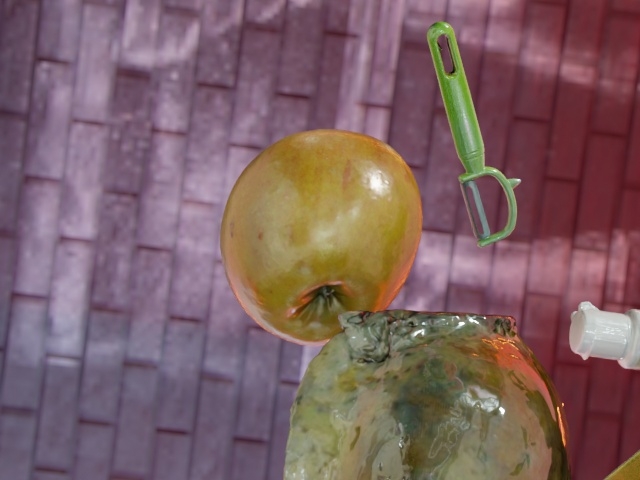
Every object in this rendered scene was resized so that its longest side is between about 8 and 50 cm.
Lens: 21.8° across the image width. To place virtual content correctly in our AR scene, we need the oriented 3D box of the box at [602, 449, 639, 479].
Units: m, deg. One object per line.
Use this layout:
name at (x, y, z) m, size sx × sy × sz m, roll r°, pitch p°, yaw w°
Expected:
box at (0.351, 0.208, 1.345) m, size 0.173 × 0.043 × 0.311 m, roll 53°, pitch -37°, yaw 15°

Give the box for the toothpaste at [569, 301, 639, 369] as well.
toothpaste at (0.368, 0.101, 1.426) m, size 0.056 × 0.314 × 0.058 m, roll 114°, pitch -19°, yaw -55°

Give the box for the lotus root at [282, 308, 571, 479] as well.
lotus root at (0.104, 0.172, 1.143) m, size 0.267 × 0.149 × 0.260 m, roll 29°, pitch 66°, yaw -52°

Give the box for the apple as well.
apple at (0.000, 0.000, 1.409) m, size 0.182 × 0.182 × 0.155 m, roll 100°, pitch -6°, yaw -50°

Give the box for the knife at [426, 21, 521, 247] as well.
knife at (0.137, -0.096, 1.463) m, size 0.015 × 0.054 × 0.212 m, roll -115°, pitch -174°, yaw -69°
